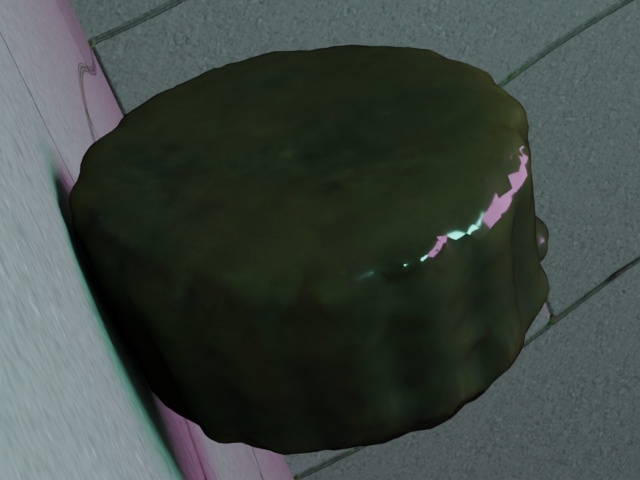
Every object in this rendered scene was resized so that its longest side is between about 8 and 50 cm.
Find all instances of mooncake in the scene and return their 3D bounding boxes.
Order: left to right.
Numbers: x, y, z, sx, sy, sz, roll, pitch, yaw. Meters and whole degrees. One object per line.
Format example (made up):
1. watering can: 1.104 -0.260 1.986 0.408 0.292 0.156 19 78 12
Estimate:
1. mooncake: 0.000 0.000 0.785 0.228 0.228 0.124 -119 -166 -55
